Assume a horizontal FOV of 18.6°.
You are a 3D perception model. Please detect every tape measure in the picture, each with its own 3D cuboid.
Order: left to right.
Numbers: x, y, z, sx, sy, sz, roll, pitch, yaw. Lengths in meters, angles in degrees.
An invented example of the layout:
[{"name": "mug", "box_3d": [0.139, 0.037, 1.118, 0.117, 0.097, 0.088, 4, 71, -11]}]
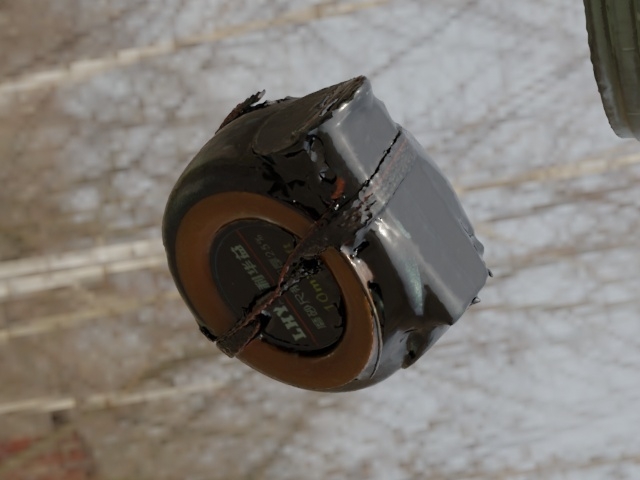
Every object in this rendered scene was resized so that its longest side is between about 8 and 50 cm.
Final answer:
[{"name": "tape measure", "box_3d": [0.000, 0.000, 1.323, 0.223, 0.135, 0.202, -20, -68, 44]}]

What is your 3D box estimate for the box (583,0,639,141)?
[{"name": "box", "box_3d": [0.175, -0.146, 0.673, 0.226, 0.149, 0.226, -1, 90, -74]}]
